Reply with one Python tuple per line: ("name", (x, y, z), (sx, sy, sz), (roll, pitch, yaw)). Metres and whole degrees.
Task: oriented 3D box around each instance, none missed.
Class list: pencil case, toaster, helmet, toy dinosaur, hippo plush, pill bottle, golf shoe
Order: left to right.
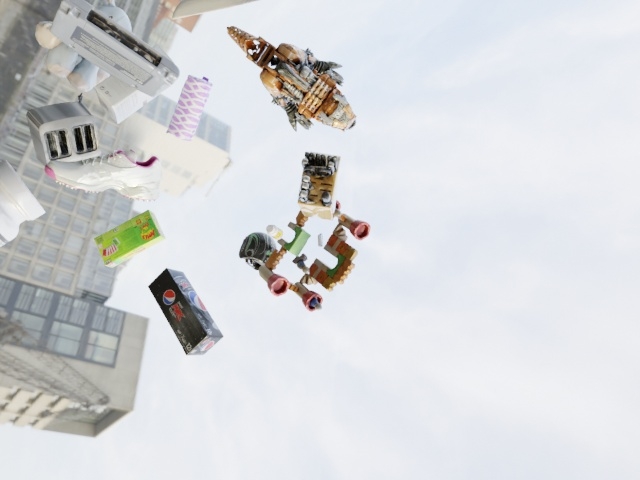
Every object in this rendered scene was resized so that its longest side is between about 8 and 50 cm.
("pill bottle", (-0.950, -0.049, 1.308), (0.363, 0.210, 0.210), (-37, -155, -22))
("toaster", (-0.761, -0.321, 1.478), (0.110, 0.168, 0.186), (39, -44, 31))
("hippo plush", (-0.676, -0.603, 1.527), (0.236, 0.234, 0.294), (-5, -148, 28))
("golf shoe", (-0.590, -0.200, 1.377), (0.115, 0.306, 0.140), (40, -65, 47))
("pencil case", (-0.403, -0.409, 1.540), (0.206, 0.086, 0.088), (-62, 174, 18))
("helmet", (-0.280, 0.039, 2.258), (0.169, 0.169, 0.162), (-19, -134, 49))
("pill bottle", (-0.171, -0.033, 1.833), (0.043, 0.083, 0.043), (-5, -105, 17))
("toy dinosaur", (-0.050, -0.333, 0.989), (0.164, 0.218, 0.322), (-31, -95, 15))

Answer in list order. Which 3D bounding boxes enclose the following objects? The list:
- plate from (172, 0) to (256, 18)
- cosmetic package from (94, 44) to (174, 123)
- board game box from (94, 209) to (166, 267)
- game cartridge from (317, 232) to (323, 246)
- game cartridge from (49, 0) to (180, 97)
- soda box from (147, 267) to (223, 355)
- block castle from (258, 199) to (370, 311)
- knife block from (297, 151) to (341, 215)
("plate", (-0.182, -0.608, 1.174), (0.277, 0.045, 0.278), (0, -141, 25))
("cosmetic package", (-0.541, -0.461, 1.467), (0.231, 0.085, 0.117), (-43, -178, -19))
("board game box", (-0.559, -0.005, 1.456), (0.181, 0.043, 0.092), (-28, -102, -1))
("game cartridge", (0.000, 0.000, 2.155), (0.083, 0.017, 0.056), (-48, 139, -80))
("game cartridge", (-0.527, -0.485, 1.272), (0.198, 0.297, 0.062), (6, -110, 55))
("soda box", (-0.256, 0.133, 0.937), (0.060, 0.053, 0.169), (-43, -114, 9))
("block castle", (-0.012, 0.057, 2.061), (0.453, 0.303, 0.213), (-56, -138, 2))
("knife block", (-0.010, -0.109, 1.266), (0.242, 0.088, 0.276), (-75, 174, -50))
